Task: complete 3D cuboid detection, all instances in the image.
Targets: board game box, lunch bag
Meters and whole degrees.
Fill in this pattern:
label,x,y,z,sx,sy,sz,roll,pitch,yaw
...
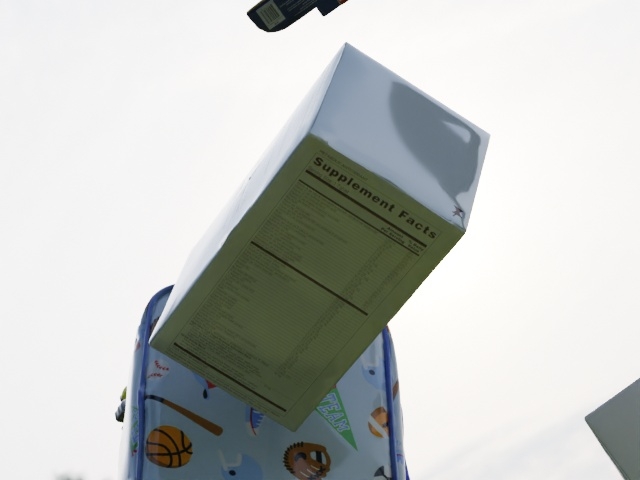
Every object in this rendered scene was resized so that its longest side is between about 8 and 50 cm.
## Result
label,x,y,z,sx,sy,sz,roll,pitch,yaw
board game box,0.038,-0.319,2.076,0.194,0.060,0.194,-29,11,46
lunch bag,-0.041,0.177,1.484,0.243,0.303,0.115,7,-41,-9

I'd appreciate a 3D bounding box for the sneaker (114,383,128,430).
label,x,y,z,sx,sy,sz,roll,pitch,yaw
sneaker,-0.054,0.103,1.833,0.343,0.134,0.146,-33,-20,-55

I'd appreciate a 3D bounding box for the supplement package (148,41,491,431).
label,x,y,z,sx,sy,sz,roll,pitch,yaw
supplement package,0.000,0.000,1.357,0.244,0.139,0.134,-51,12,36

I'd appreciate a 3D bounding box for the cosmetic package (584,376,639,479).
label,x,y,z,sx,sy,sz,roll,pitch,yaw
cosmetic package,0.424,0.107,1.588,0.377,0.097,0.284,-36,-21,2
